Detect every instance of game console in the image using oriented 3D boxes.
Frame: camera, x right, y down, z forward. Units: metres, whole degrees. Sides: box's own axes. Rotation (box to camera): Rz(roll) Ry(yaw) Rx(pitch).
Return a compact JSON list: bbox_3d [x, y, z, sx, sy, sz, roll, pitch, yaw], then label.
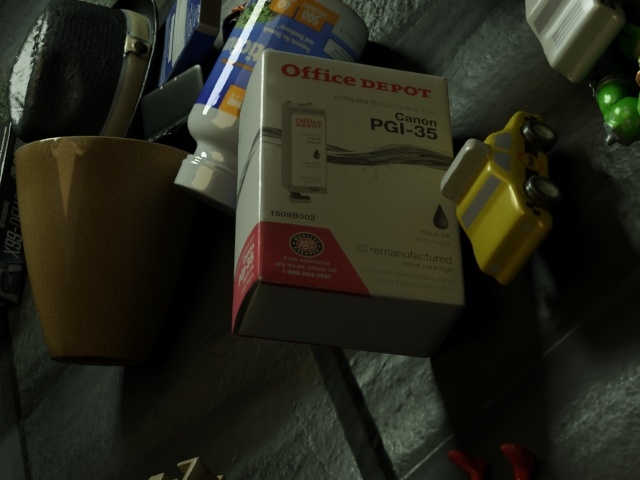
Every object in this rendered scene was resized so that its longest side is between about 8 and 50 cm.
[{"bbox_3d":[-0.172,-0.155,1.654,0.122,0.107,0.071,-25,31,36],"label":"game console"}]

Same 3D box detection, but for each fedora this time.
[{"bbox_3d":[-0.358,-0.229,1.803,0.334,0.152,0.334,-41,39,44],"label":"fedora"}]

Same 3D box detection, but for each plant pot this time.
[{"bbox_3d":[-0.266,0.024,1.559,0.237,0.237,0.254,-10,75,43],"label":"plant pot"}]

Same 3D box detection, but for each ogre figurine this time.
[{"bbox_3d":[0.324,-0.147,1.116,0.197,0.097,0.118,-4,44,29],"label":"ogre figurine"}]

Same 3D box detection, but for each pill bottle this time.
[{"bbox_3d":[-0.065,-0.163,1.490,0.152,0.152,0.272,18,80,51],"label":"pill bottle"}]

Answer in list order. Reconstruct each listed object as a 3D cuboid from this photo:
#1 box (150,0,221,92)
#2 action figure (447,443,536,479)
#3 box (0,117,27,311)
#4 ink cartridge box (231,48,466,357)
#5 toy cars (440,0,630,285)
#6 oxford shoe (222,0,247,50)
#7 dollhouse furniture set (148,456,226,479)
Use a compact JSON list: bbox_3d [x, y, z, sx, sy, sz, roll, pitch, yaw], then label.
[{"bbox_3d":[-0.186,-0.272,1.700,0.225,0.036,0.136,-47,35,50],"label":"box"},{"bbox_3d":[0.108,0.300,1.026,0.091,0.139,0.280,-18,57,41],"label":"action figure"},{"bbox_3d":[-0.549,-0.014,1.977,0.242,0.076,0.307,-22,52,37],"label":"box"},{"bbox_3d":[0.023,-0.040,1.255,0.117,0.207,0.283,115,159,-54],"label":"ink cartridge box"},{"bbox_3d":[0.200,-0.148,1.200,0.393,0.087,0.176,-68,12,-12],"label":"toy cars"},{"bbox_3d":[-0.062,-0.287,1.609,0.097,0.098,0.271,1,67,47],"label":"oxford shoe"},{"bbox_3d":[-0.192,0.343,1.379,0.182,0.101,0.161,-23,26,37],"label":"dollhouse furniture set"}]
